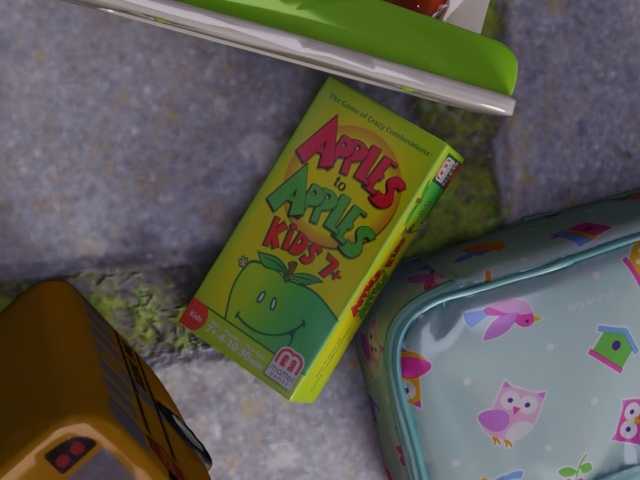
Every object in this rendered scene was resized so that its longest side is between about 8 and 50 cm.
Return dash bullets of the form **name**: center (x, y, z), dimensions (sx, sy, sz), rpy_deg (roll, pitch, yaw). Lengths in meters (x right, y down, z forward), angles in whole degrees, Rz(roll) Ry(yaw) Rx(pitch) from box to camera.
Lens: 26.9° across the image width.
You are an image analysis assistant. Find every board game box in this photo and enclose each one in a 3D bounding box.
- **board game box**: center (0.000, 0.000, 0.834), dimensions (0.092, 0.043, 0.181), rpy_deg (33, 93, 22)

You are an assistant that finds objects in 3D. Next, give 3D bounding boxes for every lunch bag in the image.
- **lunch bag**: center (0.175, 0.096, 0.887), dimensions (0.279, 0.108, 0.224), rpy_deg (-16, 105, -10)

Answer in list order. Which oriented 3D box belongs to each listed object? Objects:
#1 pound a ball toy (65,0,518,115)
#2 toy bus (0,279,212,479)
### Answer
- **pound a ball toy**: center (0.018, -0.200, 0.774), dimensions (0.319, 0.136, 0.208), rpy_deg (12, 96, -16)
- **toy bus**: center (-0.126, 0.128, 0.703), dimensions (0.108, 0.333, 0.130), rpy_deg (-40, 108, -3)
